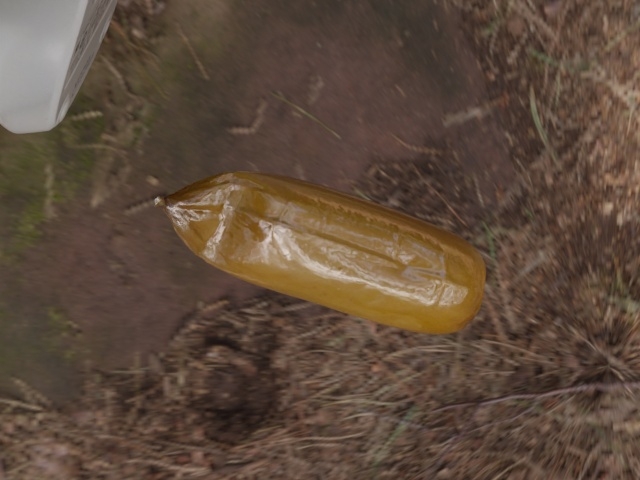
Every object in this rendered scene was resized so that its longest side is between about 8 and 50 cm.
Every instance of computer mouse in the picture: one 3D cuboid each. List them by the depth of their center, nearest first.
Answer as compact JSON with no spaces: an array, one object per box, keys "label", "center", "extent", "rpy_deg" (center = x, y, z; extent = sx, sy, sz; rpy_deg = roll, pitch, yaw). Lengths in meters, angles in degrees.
[{"label":"computer mouse","center":[-0.209,-0.213,1.172],"extent":[0.121,0.297,0.184],"rpy_deg":[21,56,-7]}]

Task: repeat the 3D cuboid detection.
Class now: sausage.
[{"label":"sausage","center":[-0.004,0.004,1.384],"extent":[0.328,0.112,0.112],"rpy_deg":[18,89,-25]}]

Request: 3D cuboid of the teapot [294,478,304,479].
[{"label":"teapot","center":[0.071,0.212,0.712],"extent":[0.251,0.183,0.183],"rpy_deg":[28,91,16]}]
